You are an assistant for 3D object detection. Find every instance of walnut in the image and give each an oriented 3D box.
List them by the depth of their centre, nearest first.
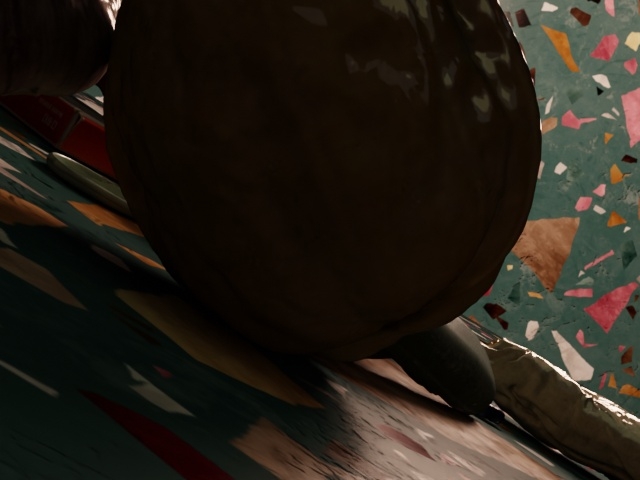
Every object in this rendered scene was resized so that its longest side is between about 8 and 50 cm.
[{"bbox_3d":[-0.007,-0.091,0.935,0.306,0.306,0.344,24,49,-69],"label":"walnut"}]

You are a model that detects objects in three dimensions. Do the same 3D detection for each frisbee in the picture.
[{"bbox_3d":[-0.199,-0.046,1.197,0.110,0.014,0.110,32,2,-1],"label":"frisbee"}]

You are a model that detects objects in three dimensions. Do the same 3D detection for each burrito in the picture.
[{"bbox_3d":[0.316,0.223,1.344,0.392,0.076,0.117,34,-3,20],"label":"burrito"}]

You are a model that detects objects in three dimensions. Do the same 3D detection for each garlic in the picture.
[{"bbox_3d":[-0.262,-0.186,0.987,0.245,0.160,0.245,-3,26,1],"label":"garlic"}]

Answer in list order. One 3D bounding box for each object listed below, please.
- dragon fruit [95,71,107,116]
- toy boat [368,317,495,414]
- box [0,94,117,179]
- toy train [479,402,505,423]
[{"bbox_3d":[-0.119,-0.158,1.634,0.371,0.249,0.386,15,-6,-39],"label":"dragon fruit"},{"bbox_3d":[0.082,0.091,1.160,0.260,0.085,0.078,42,27,-45],"label":"toy boat"},{"bbox_3d":[-0.282,-0.133,1.484,0.123,0.050,0.229,28,4,-41],"label":"box"},{"bbox_3d":[0.141,0.151,1.284,0.083,0.017,0.017,31,5,9],"label":"toy train"}]
